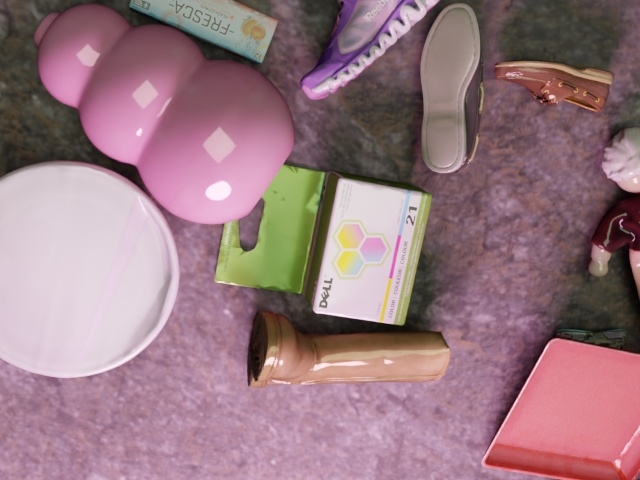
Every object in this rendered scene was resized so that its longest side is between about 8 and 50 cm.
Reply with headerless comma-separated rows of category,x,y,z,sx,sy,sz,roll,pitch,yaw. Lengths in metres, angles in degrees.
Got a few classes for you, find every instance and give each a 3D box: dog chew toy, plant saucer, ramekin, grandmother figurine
dog chew toy,-0.198,-0.166,1.081,0.332,0.206,0.206,33,93,-7
plant saucer,0.397,0.250,1.307,0.258,0.048,0.259,12,122,-13
ramekin,-0.318,0.028,1.123,0.273,0.127,0.273,-2,100,-10
grandmother figurine,0.492,-0.001,1.295,0.208,0.104,0.342,-20,101,-3

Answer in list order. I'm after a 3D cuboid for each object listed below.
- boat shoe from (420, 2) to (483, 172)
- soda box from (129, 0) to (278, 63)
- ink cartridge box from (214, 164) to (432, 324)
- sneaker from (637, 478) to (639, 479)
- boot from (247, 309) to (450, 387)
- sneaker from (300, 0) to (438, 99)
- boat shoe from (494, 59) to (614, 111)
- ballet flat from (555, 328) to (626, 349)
boat shoe,0.184,-0.206,1.211,0.081,0.069,0.228,9,96,28
soda box,-0.150,-0.289,1.132,0.183,0.058,0.063,22,96,-13
ink cartridge box,0.000,0.000,1.196,0.255,0.097,0.189,9,99,-13
sneaker,0.491,0.403,1.346,0.069,0.185,0.084,11,82,30
boot,0.042,0.145,1.177,0.269,0.236,0.089,0,77,-8
sneaker,0.052,-0.287,1.161,0.236,0.095,0.104,-44,98,-6
boat shoe,0.327,-0.218,1.236,0.178,0.064,0.060,6,97,-15
ballet flat,0.411,0.154,1.331,0.114,0.041,0.041,2,100,-12
